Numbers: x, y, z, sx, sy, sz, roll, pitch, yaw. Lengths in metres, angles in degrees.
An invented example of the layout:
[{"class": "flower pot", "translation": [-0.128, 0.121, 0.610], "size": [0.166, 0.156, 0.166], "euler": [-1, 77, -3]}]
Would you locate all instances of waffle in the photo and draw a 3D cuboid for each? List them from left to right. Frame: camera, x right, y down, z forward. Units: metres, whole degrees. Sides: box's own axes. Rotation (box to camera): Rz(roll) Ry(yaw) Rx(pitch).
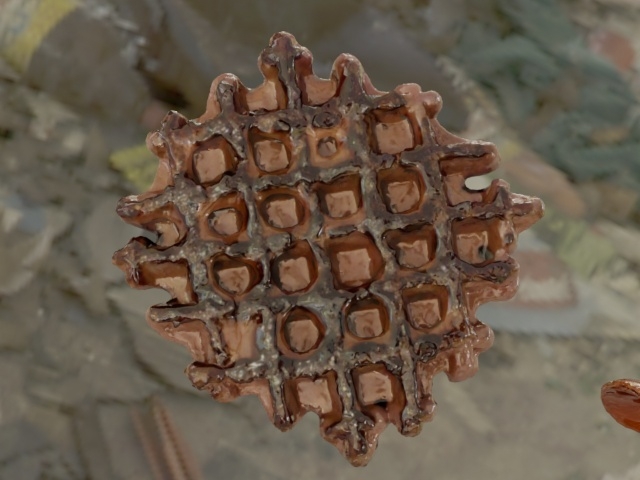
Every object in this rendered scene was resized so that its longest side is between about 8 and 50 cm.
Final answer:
[{"class": "waffle", "translation": [0.000, 0.000, 1.015], "size": [0.234, 0.221, 0.055], "euler": [33, -7, 1]}]

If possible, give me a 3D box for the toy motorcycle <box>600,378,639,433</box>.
[{"class": "toy motorcycle", "translation": [0.147, 0.187, 0.783], "size": [0.325, 0.148, 0.221], "euler": [-34, 84, -8]}]
